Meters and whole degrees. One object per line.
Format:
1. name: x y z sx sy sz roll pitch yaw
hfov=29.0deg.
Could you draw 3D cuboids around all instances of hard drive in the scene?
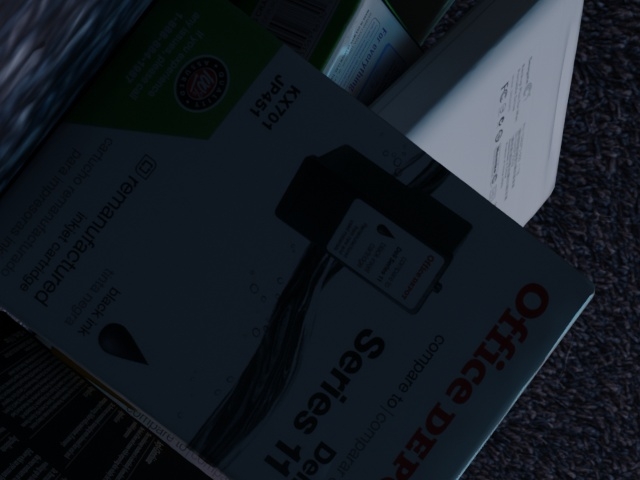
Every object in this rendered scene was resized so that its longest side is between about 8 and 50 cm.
1. hard drive: 0.055 -0.012 0.718 0.307 0.040 0.203 -45 150 -33

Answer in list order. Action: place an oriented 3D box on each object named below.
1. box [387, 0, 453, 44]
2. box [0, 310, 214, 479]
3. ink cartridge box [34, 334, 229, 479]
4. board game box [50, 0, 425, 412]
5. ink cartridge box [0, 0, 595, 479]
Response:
1. box: 0.041 -0.173 0.847 0.275 0.094 0.113 -51 -179 21
2. box: -0.128 0.140 0.521 0.103 0.184 0.261 -53 -179 5
3. ink cartridge box: -0.177 0.218 0.856 0.307 0.223 0.129 -54 180 -36
4. board game box: 0.000 0.000 0.750 0.242 0.064 0.316 -61 155 -2
5. ink cartridge box: -0.017 0.017 0.512 0.153 0.208 0.087 -53 -179 -5
